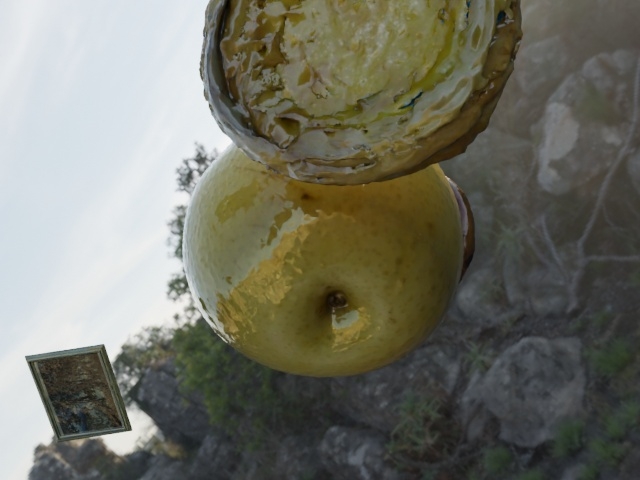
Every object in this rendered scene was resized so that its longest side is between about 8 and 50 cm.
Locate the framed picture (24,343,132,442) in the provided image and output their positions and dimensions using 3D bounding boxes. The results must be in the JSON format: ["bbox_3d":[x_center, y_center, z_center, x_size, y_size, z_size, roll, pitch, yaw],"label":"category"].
[{"bbox_3d":[-0.419,0.270,1.265,0.141,0.183,0.011,-9,22,4],"label":"framed picture"}]

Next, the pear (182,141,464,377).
[{"bbox_3d":[0.000,0.000,0.896,0.348,0.348,0.348,-50,0,-1],"label":"pear"}]

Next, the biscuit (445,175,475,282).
[{"bbox_3d":[0.150,-0.004,1.108,0.036,0.212,0.212,11,-49,-38],"label":"biscuit"}]

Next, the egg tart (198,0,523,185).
[{"bbox_3d":[0.035,-0.180,0.623,0.291,0.291,0.107,-50,-18,10],"label":"egg tart"}]
